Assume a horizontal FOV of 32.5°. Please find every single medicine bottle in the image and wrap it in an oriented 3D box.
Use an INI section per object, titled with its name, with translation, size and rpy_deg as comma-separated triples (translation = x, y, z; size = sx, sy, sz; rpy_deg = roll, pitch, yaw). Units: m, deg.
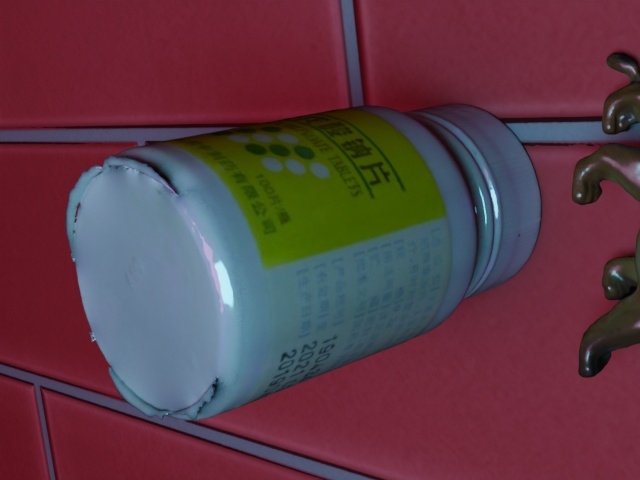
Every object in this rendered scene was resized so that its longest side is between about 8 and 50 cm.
[medicine bottle]
translation = 0.000, 0.000, 0.925
size = 0.213, 0.379, 0.213
rpy_deg = 17, 114, 43

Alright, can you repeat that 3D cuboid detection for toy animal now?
[toy animal]
translation = 0.284, 0.013, 0.852
size = 0.157, 0.097, 0.312
rpy_deg = 6, 105, 36
